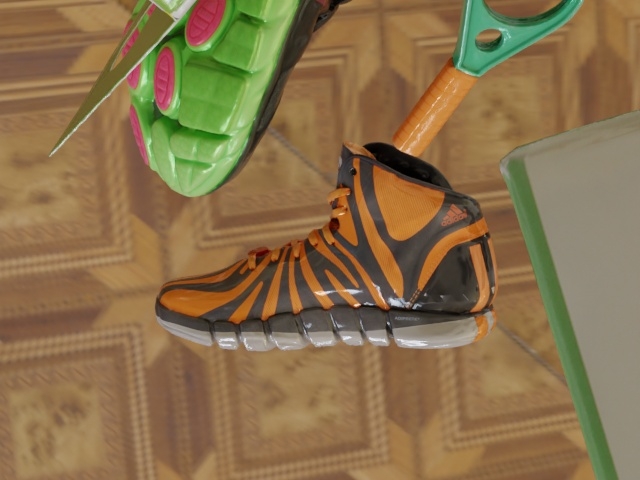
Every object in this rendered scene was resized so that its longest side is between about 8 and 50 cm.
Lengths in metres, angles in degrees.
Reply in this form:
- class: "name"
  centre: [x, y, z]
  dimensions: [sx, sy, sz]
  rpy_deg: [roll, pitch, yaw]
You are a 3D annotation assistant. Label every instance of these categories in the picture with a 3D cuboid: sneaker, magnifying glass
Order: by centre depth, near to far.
- class: "magnifying glass"
  centre: [0.126, -0.152, 1.353]
  dimensions: [0.092, 0.026, 0.231]
  rpy_deg: [19, 131, -23]
- class: "sneaker"
  centre: [-0.011, -0.234, 1.470]
  dimensions: [0.202, 0.185, 0.483]
  rpy_deg: [4, 125, -44]
- class: "sneaker"
  centre: [0.000, 0.000, 1.565]
  dimensions: [0.321, 0.124, 0.180]
  rpy_deg: [-2, 103, 13]

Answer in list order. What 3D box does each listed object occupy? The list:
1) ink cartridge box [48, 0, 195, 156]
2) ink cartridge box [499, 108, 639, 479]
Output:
- class: "ink cartridge box"
  centre: [-0.082, -0.187, 0.884]
  dimensions: [0.097, 0.255, 0.189]
  rpy_deg: [36, 42, -14]
- class: "ink cartridge box"
  centre: [0.122, 0.052, 0.478]
  dimensions: [0.093, 0.212, 0.154]
  rpy_deg: [-17, 79, 8]
